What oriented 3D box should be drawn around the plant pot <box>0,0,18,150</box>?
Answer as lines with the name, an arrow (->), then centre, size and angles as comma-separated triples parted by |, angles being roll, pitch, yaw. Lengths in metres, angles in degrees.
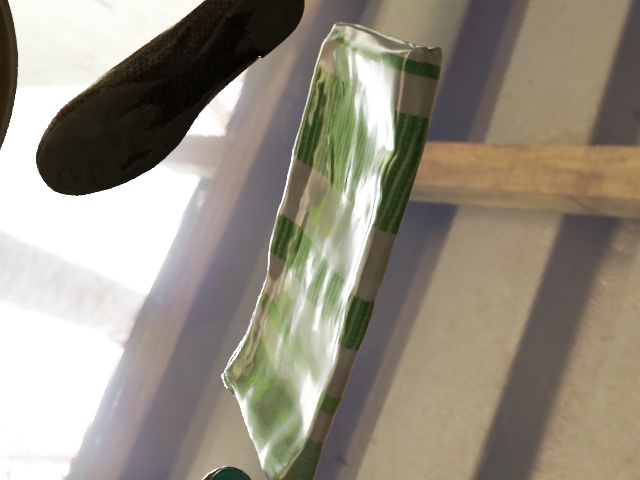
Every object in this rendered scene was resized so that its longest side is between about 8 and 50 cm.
plant pot -> -0.378, -0.129, 0.711 | 0.274, 0.256, 0.256 | 28, -90, 29

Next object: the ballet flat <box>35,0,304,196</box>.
ballet flat -> -0.119, -0.128, 0.889 | 0.250, 0.084, 0.058 | -42, -139, -6

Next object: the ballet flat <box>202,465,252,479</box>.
ballet flat -> -0.131, 0.309, 1.094 | 0.073, 0.067, 0.206 | 34, -122, 17

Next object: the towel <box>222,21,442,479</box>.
towel -> 0.000, 0.000, 0.865 | 0.248, 0.038, 0.325 | -133, -119, -70
